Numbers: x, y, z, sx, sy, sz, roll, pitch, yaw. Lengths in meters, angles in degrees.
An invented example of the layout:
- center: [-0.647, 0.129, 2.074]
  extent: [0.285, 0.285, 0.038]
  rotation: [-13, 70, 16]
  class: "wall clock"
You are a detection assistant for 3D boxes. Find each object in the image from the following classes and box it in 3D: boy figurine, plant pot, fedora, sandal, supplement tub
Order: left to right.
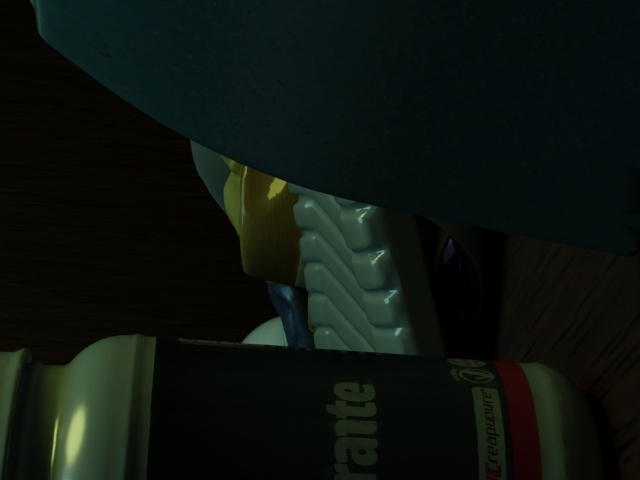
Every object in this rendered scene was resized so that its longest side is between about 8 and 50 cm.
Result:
- center: [-0.022, 0.140, 0.863]
  extent: [0.191, 0.272, 0.191]
  rotation: [-176, 90, -86]
  class: "supplement tub"
- center: [-0.032, -0.017, 1.762]
  extent: [0.177, 0.092, 0.285]
  rotation: [-150, 45, -78]
  class: "boy figurine"
- center: [-0.023, -0.028, 1.487]
  extent: [0.194, 0.079, 0.194]
  rotation: [-175, 90, -85]
  class: "fedora"
- center: [0.021, -0.157, 0.725]
  extent: [0.247, 0.252, 0.248]
  rotation: [103, 171, -68]
  class: "plant pot"
- center: [0.052, -0.007, 1.196]
  extent: [0.169, 0.102, 0.416]
  rotation: [-143, 38, -63]
  class: "sandal"

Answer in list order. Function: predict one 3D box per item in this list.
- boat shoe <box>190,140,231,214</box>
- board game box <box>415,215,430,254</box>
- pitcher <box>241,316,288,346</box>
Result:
- center: [-0.039, -0.067, 2.048]
  extent: [0.306, 0.113, 0.105]
  rotation: [57, -147, -36]
  class: "boat shoe"
- center: [0.047, -0.097, 1.597]
  extent: [0.316, 0.064, 0.242]
  rotation: [-90, 6, -48]
  class: "board game box"
- center: [-0.018, 0.150, 1.922]
  extent: [0.207, 0.125, 0.178]
  rotation: [127, 146, -61]
  class: "pitcher"
